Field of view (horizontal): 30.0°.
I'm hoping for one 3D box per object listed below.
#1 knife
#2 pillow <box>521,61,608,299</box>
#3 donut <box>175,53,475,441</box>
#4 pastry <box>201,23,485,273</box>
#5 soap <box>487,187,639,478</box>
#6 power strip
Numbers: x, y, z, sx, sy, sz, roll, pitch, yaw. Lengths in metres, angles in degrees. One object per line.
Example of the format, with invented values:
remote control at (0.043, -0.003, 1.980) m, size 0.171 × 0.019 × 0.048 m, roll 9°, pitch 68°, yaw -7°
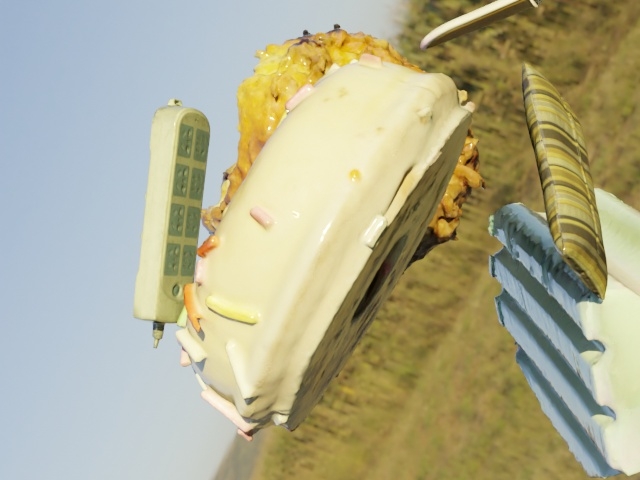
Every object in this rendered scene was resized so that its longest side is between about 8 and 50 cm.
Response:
knife at (0.216, -0.249, 1.238) m, size 0.046 × 0.256 × 0.022 m, roll -2°, pitch -108°, yaw -66°
pillow at (0.221, -0.055, 1.075) m, size 0.113 × 0.038 × 0.203 m, roll 37°, pitch -140°, yaw -51°
donut at (0.000, 0.000, 1.112) m, size 0.382 × 0.142 × 0.382 m, roll -57°, pitch -11°, yaw -17°
pastry at (0.035, -0.088, 1.592) m, size 0.292 × 0.337 × 0.405 m, roll -73°, pitch 4°, yaw -46°
soap at (0.313, 0.097, 1.323) m, size 0.446 × 0.156 × 0.261 m, roll -116°, pitch 11°, yaw -75°
power strip at (-0.133, -0.014, 1.075) m, size 0.080 × 0.029 × 0.227 m, roll 6°, pitch -90°, yaw -74°
